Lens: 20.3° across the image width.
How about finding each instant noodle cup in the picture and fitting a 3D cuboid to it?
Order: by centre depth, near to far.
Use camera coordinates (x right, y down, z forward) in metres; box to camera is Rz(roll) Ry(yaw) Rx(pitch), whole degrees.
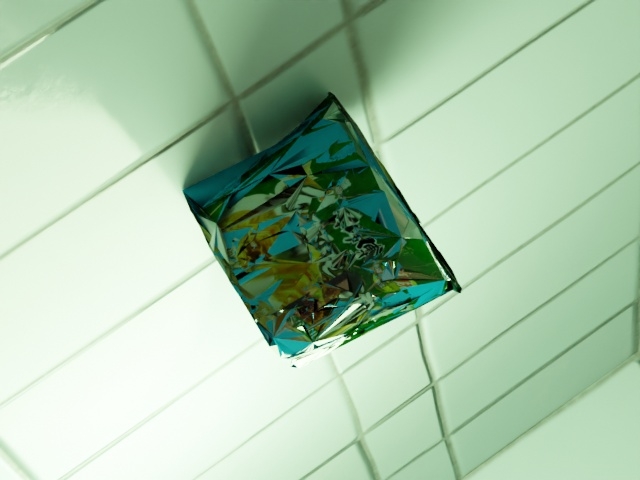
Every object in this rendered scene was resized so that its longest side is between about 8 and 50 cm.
[{"bbox_3d":[0.000,0.000,1.688,0.178,0.240,0.240,-33,156,3],"label":"instant noodle cup"}]
